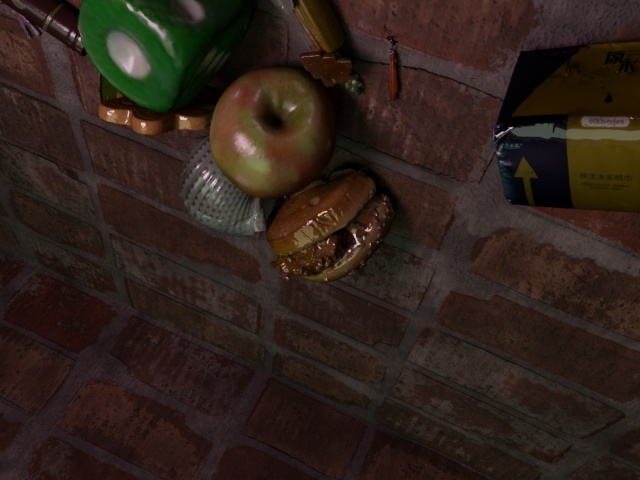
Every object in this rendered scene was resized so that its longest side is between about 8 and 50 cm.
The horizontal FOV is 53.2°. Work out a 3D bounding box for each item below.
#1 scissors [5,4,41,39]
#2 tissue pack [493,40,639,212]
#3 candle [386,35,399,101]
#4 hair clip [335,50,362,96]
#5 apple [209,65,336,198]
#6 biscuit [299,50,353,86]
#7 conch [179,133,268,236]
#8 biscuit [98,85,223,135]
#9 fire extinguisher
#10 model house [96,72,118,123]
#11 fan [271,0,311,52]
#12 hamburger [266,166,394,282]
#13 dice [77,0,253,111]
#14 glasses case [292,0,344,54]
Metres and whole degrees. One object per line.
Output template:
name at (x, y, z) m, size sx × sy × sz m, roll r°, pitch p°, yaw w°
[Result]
scissors at (-0.889, -0.674, 1.860) m, size 0.133 × 0.020 × 0.187 m, roll -1°, pitch 134°, yaw 31°
tissue pack at (0.561, -0.209, 1.203) m, size 0.416 × 0.264 × 0.253 m, roll 6°, pitch 144°, yaw 32°
candle at (0.167, -0.394, 1.463) m, size 0.026 × 0.021 × 0.167 m, roll -6°, pitch 137°, yaw 3°
hair clip at (0.046, -0.408, 1.508) m, size 0.049 × 0.049 × 0.173 m, roll -17°, pitch 123°, yaw 47°
apple at (-0.116, -0.259, 1.591) m, size 0.319 × 0.319 × 0.277 m, roll 29°, pitch 167°, yaw 1°
biscuit at (0.012, -0.398, 1.455) m, size 0.130 × 0.019 × 0.119 m, roll 19°, pitch 157°, yaw -24°
conch at (-0.306, -0.147, 1.884) m, size 0.303 × 0.215 × 0.319 m, roll -32°, pitch 75°, yaw 57°
biscuit at (-0.383, -0.337, 1.628) m, size 0.275 × 0.355 × 0.052 m, roll 20°, pitch 120°, yaw 18°
fire extinguisher at (-0.777, -0.638, 1.749) m, size 0.341 × 0.105 × 0.141 m, roll 34°, pitch 144°, yaw -12°
model house at (-0.523, -0.465, 1.792) m, size 0.294 × 0.207 × 0.154 m, roll 132°, pitch 124°, yaw -64°
fan at (-0.083, -0.512, 1.406) m, size 0.329 × 0.009 × 0.191 m, roll 55°, pitch 173°, yaw -33°
hamburger at (0.000, 0.000, 1.856) m, size 0.268 × 0.287 × 0.445 m, roll 45°, pitch 146°, yaw -22°
dice at (-0.349, -0.495, 1.463) m, size 0.287 × 0.300 × 0.297 m, roll 37°, pitch 146°, yaw -6°
glasses case at (-0.021, -0.512, 1.394) m, size 0.064 × 0.079 × 0.234 m, roll 4°, pitch 139°, yaw 45°
